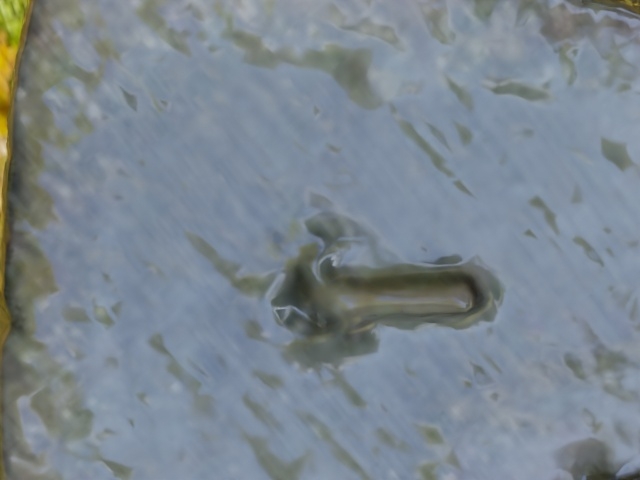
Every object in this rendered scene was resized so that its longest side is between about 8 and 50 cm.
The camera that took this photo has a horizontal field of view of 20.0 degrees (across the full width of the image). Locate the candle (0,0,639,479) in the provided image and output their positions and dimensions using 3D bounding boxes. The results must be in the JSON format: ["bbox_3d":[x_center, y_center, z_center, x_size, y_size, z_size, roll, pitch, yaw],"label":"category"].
[{"bbox_3d":[0.000,0.000,0.382,0.192,0.068,0.168,-36,106,11],"label":"candle"}]
